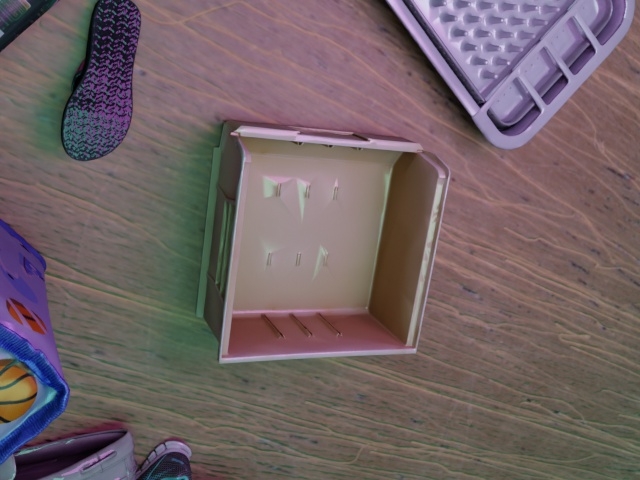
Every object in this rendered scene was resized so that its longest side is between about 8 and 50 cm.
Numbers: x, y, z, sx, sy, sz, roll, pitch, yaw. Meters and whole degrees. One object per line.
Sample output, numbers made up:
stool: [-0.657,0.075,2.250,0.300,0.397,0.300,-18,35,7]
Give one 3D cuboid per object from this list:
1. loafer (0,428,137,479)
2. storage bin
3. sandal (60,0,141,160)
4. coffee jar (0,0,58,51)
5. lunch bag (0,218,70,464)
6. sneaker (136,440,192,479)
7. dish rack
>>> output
loafer: [-0.370,0.272,0.796,0.320,0.112,0.111,1,102,-33]
storage bin: [0.000,0.000,0.860,0.262,0.123,0.260,2,107,-25]
sandal: [-0.231,-0.170,0.749,0.067,0.040,0.179,14,86,-34]
coffee jar: [-0.283,-0.250,0.659,0.184,0.096,0.079,-44,122,-6]
lunch bag: [-0.427,0.136,0.595,0.385,0.328,0.239,-41,118,-9]
sneaker: [-0.226,0.335,0.895,0.065,0.076,0.166,42,87,-29]
dish rack: [0.230,-0.315,0.888,0.285,0.072,0.333,-47,120,-3]
